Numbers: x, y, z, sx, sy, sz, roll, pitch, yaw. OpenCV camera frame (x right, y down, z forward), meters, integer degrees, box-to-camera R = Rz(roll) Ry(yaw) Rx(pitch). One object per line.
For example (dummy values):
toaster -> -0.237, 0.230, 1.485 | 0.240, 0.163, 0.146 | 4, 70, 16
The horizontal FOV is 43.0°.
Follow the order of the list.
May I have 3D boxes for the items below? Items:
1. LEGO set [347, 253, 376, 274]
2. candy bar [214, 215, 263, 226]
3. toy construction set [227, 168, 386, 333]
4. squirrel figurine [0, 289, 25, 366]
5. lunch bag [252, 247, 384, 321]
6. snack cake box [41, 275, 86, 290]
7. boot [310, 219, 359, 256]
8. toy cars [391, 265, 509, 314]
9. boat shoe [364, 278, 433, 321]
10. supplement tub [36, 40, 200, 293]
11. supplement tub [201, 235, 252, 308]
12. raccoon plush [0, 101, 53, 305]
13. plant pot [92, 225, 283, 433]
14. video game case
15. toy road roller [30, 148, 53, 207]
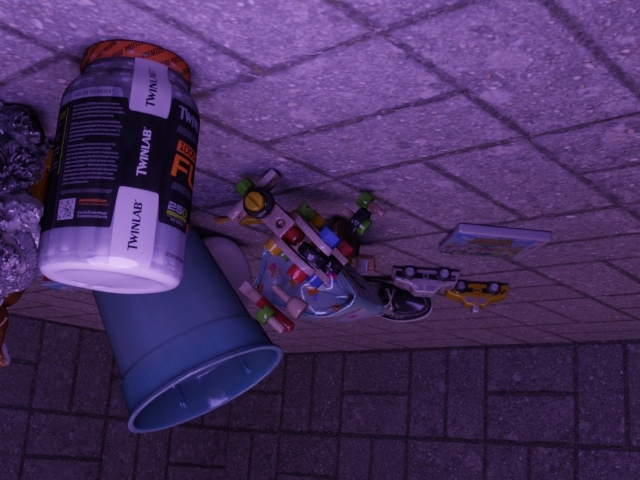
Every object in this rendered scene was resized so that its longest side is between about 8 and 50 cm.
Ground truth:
LEGO set -> 0.016, 0.071, 2.082 | 0.287, 0.132, 0.107 | -28, 170, 21
candy bar -> -0.172, -0.047, 1.846 | 0.161, 0.018, 0.040 | -4, 159, 30
toy construction set -> -0.080, 0.004, 1.586 | 0.237, 0.309, 0.257 | 40, -154, 11
squirrel figurine -> -0.800, 0.119, 1.949 | 0.280, 0.371, 0.397 | 10, 164, -22
lunch bag -> 0.004, 0.116, 1.904 | 0.262, 0.160, 0.223 | 11, 172, 23
snack cake box -> -0.563, 0.043, 2.030 | 0.264, 0.152, 0.089 | -4, 164, 28
boot -> 0.000, 0.000, 1.881 | 0.152, 0.073, 0.197 | 5, 163, 14
toy cars -> 0.368, 0.147, 2.296 | 0.393, 0.087, 0.176 | 15, 161, -36
boat shoe -> 0.173, 0.171, 2.361 | 0.302, 0.115, 0.091 | 3, 169, 18
supplement tub -> -0.268, -0.096, 1.111 | 0.193, 0.316, 0.193 | 3, 166, 1
supplement tub -> -0.358, 0.114, 2.091 | 0.316, 0.229, 0.228 | -7, 162, 36
raccoon plush -> -0.616, -0.061, 1.264 | 0.446, 0.299, 0.216 | 8, 143, -13
plant pot -> -0.303, 0.170, 1.687 | 0.341, 0.334, 0.341 | -27, 160, -11
video game case -> 0.398, 0.006, 1.880 | 0.212, 0.023, 0.193 | 6, 165, -5
toy road roller -> -0.516, -0.062, 1.560 | 0.329, 0.203, 0.240 | 5, 178, 17
